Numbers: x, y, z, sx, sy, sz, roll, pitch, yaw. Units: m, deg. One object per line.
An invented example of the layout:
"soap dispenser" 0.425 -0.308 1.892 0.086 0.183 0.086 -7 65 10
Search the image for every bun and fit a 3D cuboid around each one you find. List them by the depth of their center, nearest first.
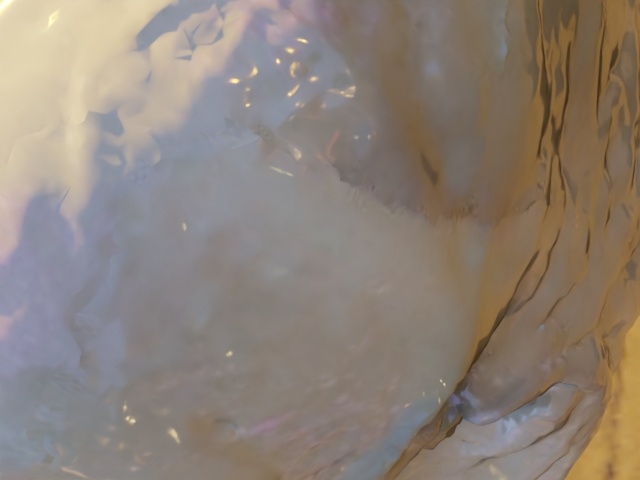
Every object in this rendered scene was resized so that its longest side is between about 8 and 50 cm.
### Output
"bun" 0.000 0.000 0.703 0.213 0.361 0.361 40 124 22
